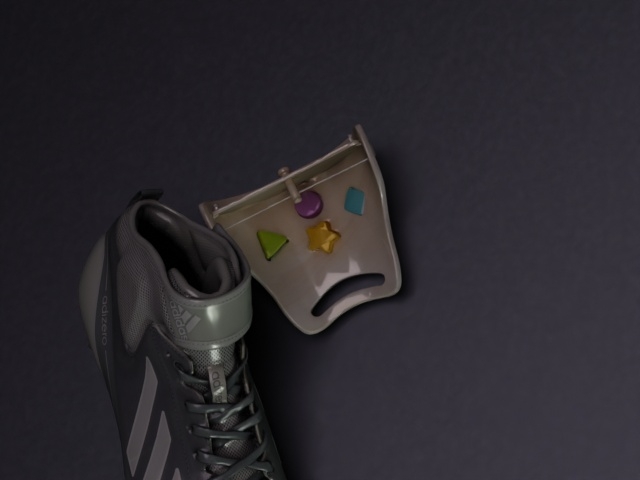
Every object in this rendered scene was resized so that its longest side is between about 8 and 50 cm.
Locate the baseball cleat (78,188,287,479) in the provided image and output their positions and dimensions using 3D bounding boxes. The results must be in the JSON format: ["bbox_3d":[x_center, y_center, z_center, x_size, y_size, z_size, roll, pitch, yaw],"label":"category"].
[{"bbox_3d":[-0.053,0.076,0.827,0.072,0.109,0.206,-17,70,-29],"label":"baseball cleat"}]

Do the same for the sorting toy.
[{"bbox_3d":[0.000,0.000,0.865,0.083,0.045,0.075,-26,81,9],"label":"sorting toy"}]
